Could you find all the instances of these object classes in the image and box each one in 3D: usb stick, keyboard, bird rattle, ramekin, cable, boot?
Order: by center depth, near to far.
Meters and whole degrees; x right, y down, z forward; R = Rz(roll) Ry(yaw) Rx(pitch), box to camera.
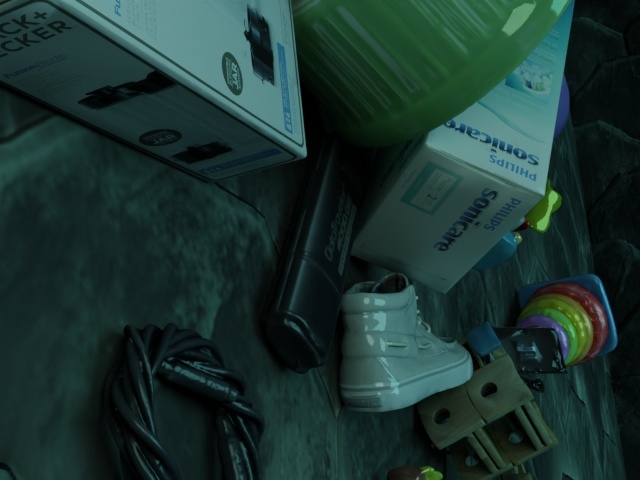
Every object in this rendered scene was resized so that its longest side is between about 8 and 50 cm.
[{"bbox_3d":[-0.078,0.129,0.563,0.150,0.047,0.184,-55,129,-60],"label":"cable"},{"bbox_3d":[0.077,-0.247,0.786,0.148,0.303,0.303,39,40,-27],"label":"ramekin"},{"bbox_3d":[0.000,0.000,0.814,0.077,0.045,0.278,54,32,-31],"label":"usb stick"},{"bbox_3d":[0.094,0.094,0.917,0.258,0.095,0.123,-3,89,-66],"label":"boot"},{"bbox_3d":[0.331,0.195,1.420,0.180,0.023,0.108,5,66,-34],"label":"keyboard"},{"bbox_3d":[0.296,-0.088,1.513,0.253,0.143,0.207,3,65,-53],"label":"bird rattle"}]

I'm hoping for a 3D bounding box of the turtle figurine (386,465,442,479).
[{"bbox_3d":[0.092,0.334,0.812,0.269,0.087,0.217,59,21,-21],"label":"turtle figurine"}]

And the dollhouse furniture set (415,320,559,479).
[{"bbox_3d":[0.183,0.184,1.091,0.129,0.129,0.183,55,8,-43],"label":"dollhouse furniture set"}]

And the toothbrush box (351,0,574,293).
[{"bbox_3d":[0.149,-0.127,0.922,0.216,0.126,0.295,124,-14,-57],"label":"toothbrush box"}]

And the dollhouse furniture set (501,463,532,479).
[{"bbox_3d":[0.346,0.410,1.318,0.151,0.123,0.144,-61,134,-58],"label":"dollhouse furniture set"}]

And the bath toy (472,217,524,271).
[{"bbox_3d":[0.203,-0.094,1.236,0.151,0.129,0.348,48,32,-18],"label":"bath toy"}]

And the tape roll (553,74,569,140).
[{"bbox_3d":[0.295,-0.222,1.397,0.080,0.189,0.189,-26,104,-38],"label":"tape roll"}]

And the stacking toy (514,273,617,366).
[{"bbox_3d":[0.407,0.175,1.580,0.302,0.175,0.165,-17,92,-56],"label":"stacking toy"}]

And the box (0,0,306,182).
[{"bbox_3d":[-0.115,-0.157,0.563,0.290,0.087,0.169,26,55,-62],"label":"box"}]

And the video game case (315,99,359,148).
[{"bbox_3d":[0.022,-0.218,0.998,0.193,0.023,0.212,-49,124,-62],"label":"video game case"}]
